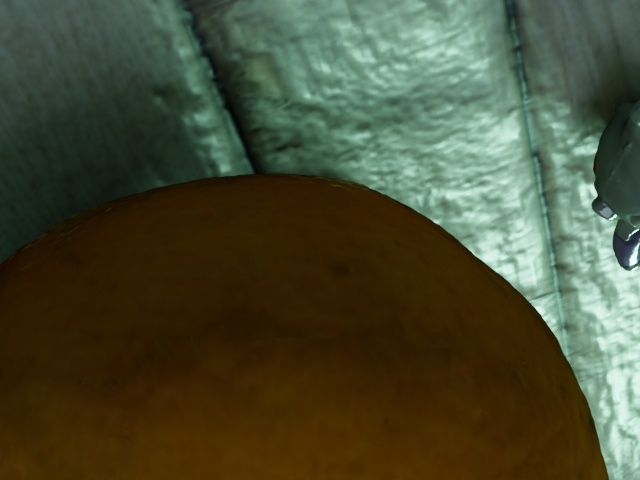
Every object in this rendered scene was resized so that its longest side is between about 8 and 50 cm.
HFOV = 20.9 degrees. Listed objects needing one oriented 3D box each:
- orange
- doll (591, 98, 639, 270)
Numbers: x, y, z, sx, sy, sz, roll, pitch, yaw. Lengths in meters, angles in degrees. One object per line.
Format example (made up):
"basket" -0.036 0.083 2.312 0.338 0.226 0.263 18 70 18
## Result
"orange" -0.041 0.162 1.001 0.424 0.326 0.424 -3 109 -10
"doll" 0.220 -0.042 1.122 0.102 0.075 0.227 -39 155 -3
